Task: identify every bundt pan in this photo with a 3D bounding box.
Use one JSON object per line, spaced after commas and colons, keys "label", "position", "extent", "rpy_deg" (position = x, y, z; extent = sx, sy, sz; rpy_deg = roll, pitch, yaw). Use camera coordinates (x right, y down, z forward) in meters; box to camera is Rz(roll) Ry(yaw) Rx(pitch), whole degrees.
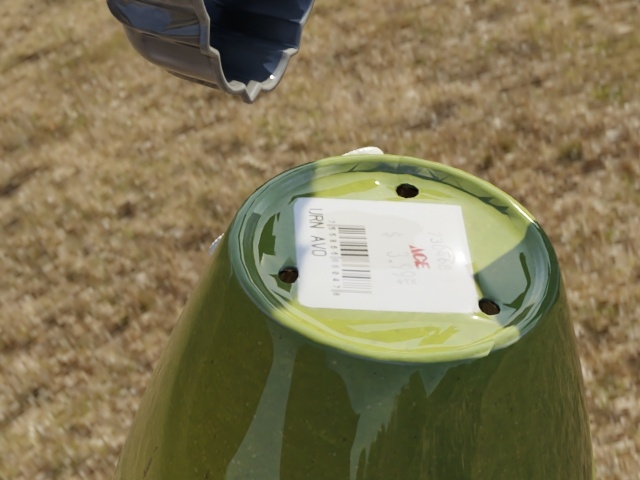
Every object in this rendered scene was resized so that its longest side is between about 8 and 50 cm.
{"label": "bundt pan", "position": [-0.101, -0.296, 1.367], "extent": [0.124, 0.331, 0.331], "rpy_deg": [10, 55, 17]}

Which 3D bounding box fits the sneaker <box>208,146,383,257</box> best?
{"label": "sneaker", "position": [0.000, 0.000, 1.127], "extent": [0.152, 0.058, 0.085], "rpy_deg": [-33, 79, -5]}

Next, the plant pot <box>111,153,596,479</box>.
{"label": "plant pot", "position": [0.017, 0.118, 0.696], "extent": [0.274, 0.294, 0.275], "rpy_deg": [4, 39, -3]}
